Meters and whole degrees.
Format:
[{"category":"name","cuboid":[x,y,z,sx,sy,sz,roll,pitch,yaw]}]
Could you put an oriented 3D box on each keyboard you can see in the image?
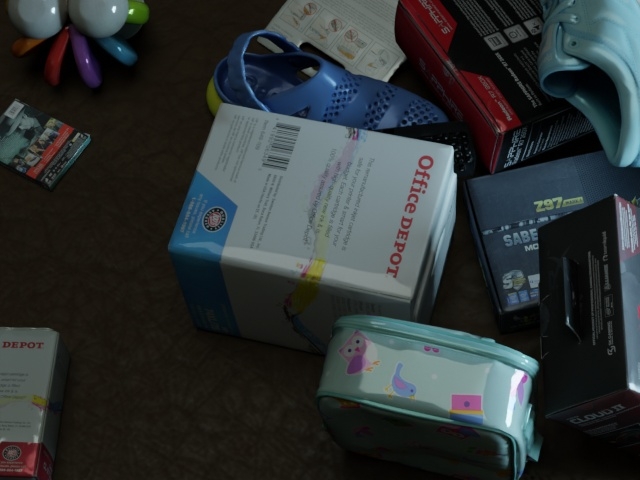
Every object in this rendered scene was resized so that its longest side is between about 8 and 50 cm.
[{"category":"keyboard","cuboid":[0.087,-0.081,1.760,0.192,0.100,0.038,-6,29,20]}]

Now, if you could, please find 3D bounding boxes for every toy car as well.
[{"category":"toy car","cuboid":[-0.305,-0.260,1.901,0.182,0.159,0.136,-1,95,4]}]

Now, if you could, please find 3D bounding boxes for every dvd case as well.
[{"category":"dvd case","cuboid":[-0.360,-0.121,1.887,0.119,0.013,0.087,26,66,17]}]

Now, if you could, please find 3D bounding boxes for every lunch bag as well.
[{"category":"lunch bag","cuboid":[0.118,0.166,1.540,0.224,0.279,0.108,9,73,10]}]

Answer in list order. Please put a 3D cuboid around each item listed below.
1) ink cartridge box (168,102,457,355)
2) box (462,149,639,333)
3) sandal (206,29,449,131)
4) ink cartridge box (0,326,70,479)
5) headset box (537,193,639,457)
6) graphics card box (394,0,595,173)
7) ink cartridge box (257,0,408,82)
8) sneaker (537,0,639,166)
[{"category":"ink cartridge box","cuboid":[0.000,0.000,1.682,0.270,0.197,0.198,12,62,12]},{"category":"box","cuboid":[0.295,-0.005,1.739,0.232,0.059,0.183,-11,59,-1]},{"category":"sandal","cuboid":[0.003,-0.165,1.810,0.317,0.138,0.126,16,65,11]},{"category":"ink cartridge box","cuboid":[-0.356,0.190,1.678,0.127,0.072,0.175,1,61,6]},{"category":"headset box","cuboid":[0.339,0.102,1.549,0.110,0.293,0.218,-27,49,41]},{"category":"graphics card box","cuboid":[0.304,-0.248,1.826,0.371,0.094,0.233,-24,61,-18]},{"category":"ink cartridge box","cuboid":[0.062,-0.296,1.940,0.189,0.066,0.232,36,90,21]},{"category":"sneaker","cuboid":[0.295,-0.239,1.683,0.150,0.135,0.366,-19,64,-22]}]
